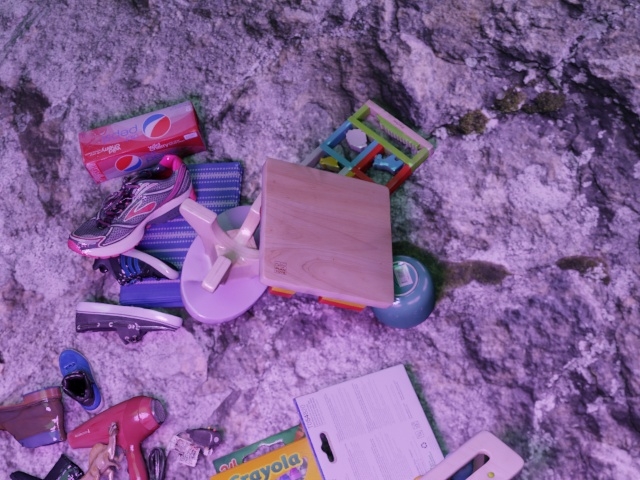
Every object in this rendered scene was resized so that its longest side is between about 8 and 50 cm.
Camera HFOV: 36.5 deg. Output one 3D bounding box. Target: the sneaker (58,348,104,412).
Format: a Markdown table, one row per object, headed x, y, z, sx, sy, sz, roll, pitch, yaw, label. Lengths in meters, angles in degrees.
| x | y | z | sx | sy | sz | roll | pitch | yaw | label |
| --- | --- | --- | --- | --- | --- | --- | --- | --- | --- |
| -0.479 | 0.263 | 1.898 | 0.058 | 0.084 | 0.152 | -30 | 61 | -6 | sneaker |

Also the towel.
| x | y | z | sx | sy | sz | roll | pitch | yaw | label |
| --- | --- | --- | --- | --- | --- | --- | --- | --- | --- |
| -0.289 | -0.013 | 2.045 | 0.243 | 0.040 | 0.336 | -3 | 61 | 11 | towel |

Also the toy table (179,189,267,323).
| x | y | z | sx | sy | sz | roll | pitch | yaw | label |
| --- | --- | --- | --- | --- | --- | --- | --- | --- | --- |
| -0.166 | 0.017 | 1.895 | 0.252 | 0.161 | 0.274 | 20 | 61 | -5 | toy table |

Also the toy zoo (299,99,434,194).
| x | y | z | sx | sy | sz | roll | pitch | yaw | label |
| --- | --- | --- | --- | --- | --- | --- | --- | --- | --- |
| 0.072 | -0.149 | 2.050 | 0.192 | 0.030 | 0.293 | 39 | 75 | 25 | toy zoo |

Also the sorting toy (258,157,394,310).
| x | y | z | sx | sy | sz | roll | pitch | yaw | label |
| --- | --- | --- | --- | --- | --- | --- | --- | --- | --- |
| 0.000 | 0.000 | 1.813 | 0.257 | 0.089 | 0.255 | 12 | 58 | -21 | sorting toy |

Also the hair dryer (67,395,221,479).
| x | y | z | sx | sy | sz | roll | pitch | yaw | label |
| --- | --- | --- | --- | --- | --- | --- | --- | --- | --- |
| -0.349 | 0.400 | 1.805 | 0.293 | 0.080 | 0.224 | 19 | 73 | 24 | hair dryer |

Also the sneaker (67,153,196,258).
| x | y | z | sx | sy | sz | roll | pitch | yaw | label |
| --- | --- | --- | --- | --- | --- | --- | --- | --- | --- |
| -0.390 | -0.070 | 1.966 | 0.121 | 0.112 | 0.299 | 26 | 51 | 34 | sneaker |

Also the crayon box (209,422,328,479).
| x | y | z | sx | sy | sz | roll | pitch | yaw | label |
| --- | --- | --- | --- | --- | --- | --- | --- | --- | --- |
| -0.066 | 0.487 | 1.712 | 0.202 | 0.081 | 0.318 | -23 | 61 | -2 | crayon box |

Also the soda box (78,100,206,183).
| x | y | z | sx | sy | sz | roll | pitch | yaw | label |
| --- | --- | --- | --- | --- | --- | --- | --- | --- | --- |
| -0.392 | -0.217 | 2.137 | 0.263 | 0.083 | 0.092 | -17 | 61 | 0 | soda box |

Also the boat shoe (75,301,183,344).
| x | y | z | sx | sy | sz | roll | pitch | yaw | label |
| --- | --- | --- | --- | --- | --- | --- | --- | --- | --- |
| -0.388 | 0.171 | 1.940 | 0.228 | 0.080 | 0.076 | 7 | 81 | 10 | boat shoe |

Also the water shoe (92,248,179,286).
| x | y | z | sx | sy | sz | roll | pitch | yaw | label |
| --- | --- | --- | --- | --- | --- | --- | --- | --- | --- |
| -0.374 | 0.060 | 1.970 | 0.203 | 0.073 | 0.080 | 19 | 85 | 29 | water shoe |

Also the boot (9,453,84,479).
| x | y | z | sx | sy | sz | roll | pitch | yaw | label |
| --- | --- | --- | --- | --- | --- | --- | --- | --- | --- |
| -0.513 | 0.447 | 1.831 | 0.121 | 0.045 | 0.099 | 36 | 76 | 17 | boot |

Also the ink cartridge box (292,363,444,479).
| x | y | z | sx | sy | sz | roll | pitch | yaw | label |
| --- | --- | --- | --- | --- | --- | --- | --- | --- | --- |
| 0.087 | 0.355 | 1.749 | 0.224 | 0.045 | 0.223 | -14 | 60 | -14 | ink cartridge box |

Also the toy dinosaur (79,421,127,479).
| x | y | z | sx | sy | sz | roll | pitch | yaw | label |
| --- | --- | --- | --- | --- | --- | --- | --- | --- | --- |
| -0.406 | 0.422 | 1.785 | 0.092 | 0.053 | 0.183 | 42 | 99 | 35 | toy dinosaur |

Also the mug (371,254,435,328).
| x | y | z | sx | sy | sz | roll | pitch | yaw | label |
| --- | --- | --- | --- | --- | --- | --- | --- | --- | --- |
| 0.143 | 0.088 | 1.874 | 0.157 | 0.097 | 0.129 | 22 | 68 | 19 | mug |

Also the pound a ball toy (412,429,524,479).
| x | y | z | sx | sy | sz | roll | pitch | yaw | label |
| --- | --- | --- | --- | --- | --- | --- | --- | --- | --- |
| 0.187 | 0.484 | 1.630 | 0.319 | 0.208 | 0.136 | -31 | 45 | -26 | pound a ball toy |

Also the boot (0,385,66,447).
| x | y | z | sx | sy | sz | roll | pitch | yaw | label |
| --- | --- | --- | --- | --- | --- | --- | --- | --- | --- |
| -0.584 | 0.364 | 1.862 | 0.219 | 0.082 | 0.106 | -24 | 75 | 18 | boot |
